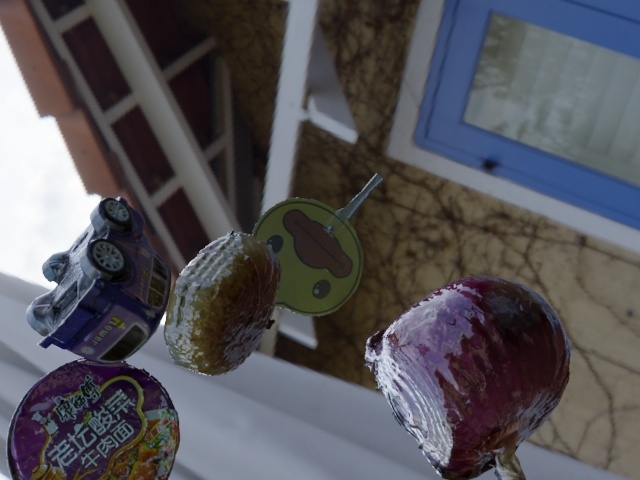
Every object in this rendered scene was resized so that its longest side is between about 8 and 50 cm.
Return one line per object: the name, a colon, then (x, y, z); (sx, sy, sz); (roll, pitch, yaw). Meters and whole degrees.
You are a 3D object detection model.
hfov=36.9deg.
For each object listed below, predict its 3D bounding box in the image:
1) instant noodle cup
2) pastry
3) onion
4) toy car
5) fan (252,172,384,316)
instant noodle cup: (-0.336, 0.324, 1.477); (0.251, 0.251, 0.190); (-61, -7, -22)
pastry: (-0.128, 0.091, 1.306); (0.192, 0.093, 0.182); (-53, -27, -34)
onion: (0.204, 0.157, 1.216); (0.256, 0.272, 0.230); (-45, -17, -45)
toy car: (-0.304, 0.061, 1.388); (0.172, 0.158, 0.235); (-41, 29, 30)
fan: (0.000, 0.000, 1.803); (0.335, 0.229, 0.011); (-49, -4, 11)
